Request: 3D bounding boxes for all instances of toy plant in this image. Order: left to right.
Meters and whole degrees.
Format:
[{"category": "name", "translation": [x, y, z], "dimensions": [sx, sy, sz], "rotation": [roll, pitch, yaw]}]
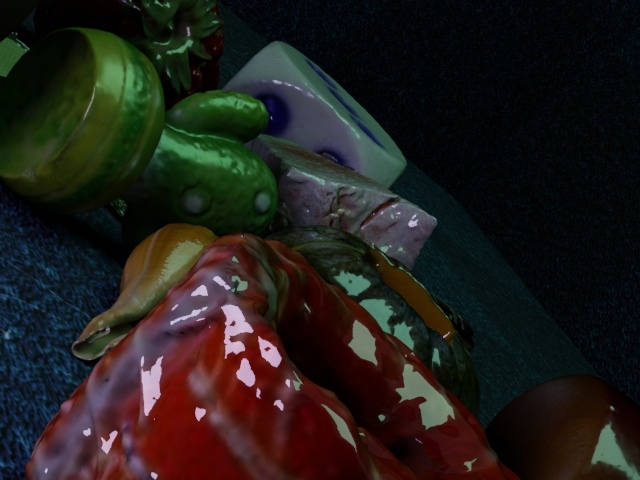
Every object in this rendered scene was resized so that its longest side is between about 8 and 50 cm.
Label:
[{"category": "toy plant", "translation": [-0.171, -0.083, 1.538], "dimensions": [0.184, 0.224, 0.316], "rotation": [24, -5, 46]}]

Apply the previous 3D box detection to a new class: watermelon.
[{"category": "watermelon", "translation": [0.000, 0.000, 1.794], "dimensions": [0.193, 0.232, 0.310], "rotation": [16, 64, -21]}]

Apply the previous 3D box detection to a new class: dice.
[{"category": "dice", "translation": [-0.046, -0.106, 2.040], "dimensions": [0.251, 0.243, 0.259], "rotation": [44, 13, -1]}]

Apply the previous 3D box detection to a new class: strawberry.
[{"category": "strawberry", "translation": [-0.268, -0.290, 1.959], "dimensions": [0.277, 0.257, 0.257], "rotation": [14, -11, 38]}]

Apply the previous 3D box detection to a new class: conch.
[{"category": "conch", "translation": [-0.158, 0.058, 1.415], "dimensions": [0.109, 0.093, 0.330], "rotation": [61, 29, -7]}]

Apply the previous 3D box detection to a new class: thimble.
[{"category": "thimble", "translation": [-0.020, 0.180, 1.032], "dimensions": [0.350, 0.230, 0.350], "rotation": [43, 9, -9]}]

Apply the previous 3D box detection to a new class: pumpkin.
[{"category": "pumpkin", "translation": [0.031, 0.118, 1.565], "dimensions": [0.320, 0.192, 0.320], "rotation": [45, 11, -11]}]

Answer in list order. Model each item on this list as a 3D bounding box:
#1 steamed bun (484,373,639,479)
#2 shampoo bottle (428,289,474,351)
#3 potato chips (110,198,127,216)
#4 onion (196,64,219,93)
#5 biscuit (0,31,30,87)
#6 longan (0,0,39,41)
[{"category": "steamed bun", "translation": [0.321, 0.303, 1.802], "dimensions": [0.235, 0.248, 0.379], "rotation": [43, 11, -6]}, {"category": "shampoo bottle", "translation": [0.100, 0.074, 2.318], "dimensions": [0.323, 0.084, 0.129], "rotation": [38, 10, -28]}, {"category": "potato chips", "translation": [-0.189, -0.041, 1.734], "dimensions": [0.209, 0.026, 0.142], "rotation": [27, 33, -26]}, {"category": "onion", "translation": [-0.217, -0.257, 2.275], "dimensions": [0.131, 0.131, 0.131], "rotation": [43, 10, -10]}, {"category": "biscuit", "translation": [-0.324, -0.157, 1.659], "dimensions": [0.250, 0.046, 0.147], "rotation": [50, 20, 25]}, {"category": "longan", "translation": [-0.386, -0.331, 1.352], "dimensions": [0.336, 0.405, 0.404], "rotation": [3, 25, -15]}]
